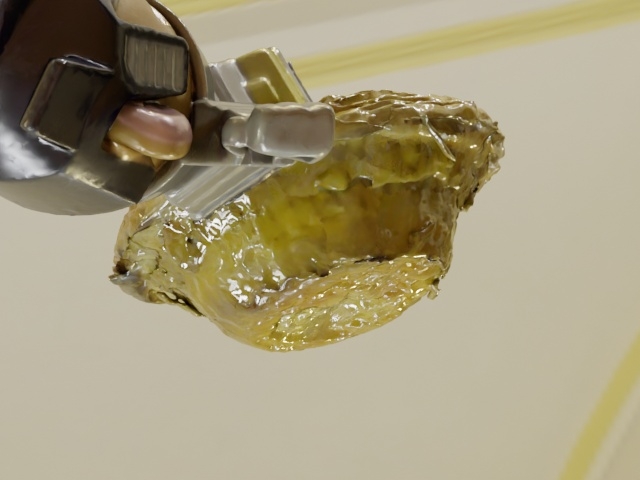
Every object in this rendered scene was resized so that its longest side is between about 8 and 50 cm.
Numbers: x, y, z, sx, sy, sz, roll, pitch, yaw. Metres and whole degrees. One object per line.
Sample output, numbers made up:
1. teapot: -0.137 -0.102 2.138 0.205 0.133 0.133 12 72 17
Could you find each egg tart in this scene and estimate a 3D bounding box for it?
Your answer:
1. egg tart: 0.000 0.000 1.367 0.295 0.295 0.116 -7 -112 -35

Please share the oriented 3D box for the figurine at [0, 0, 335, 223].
1. figurine: -0.127 -0.084 1.075 0.308 0.308 0.143 0 -92 -35
